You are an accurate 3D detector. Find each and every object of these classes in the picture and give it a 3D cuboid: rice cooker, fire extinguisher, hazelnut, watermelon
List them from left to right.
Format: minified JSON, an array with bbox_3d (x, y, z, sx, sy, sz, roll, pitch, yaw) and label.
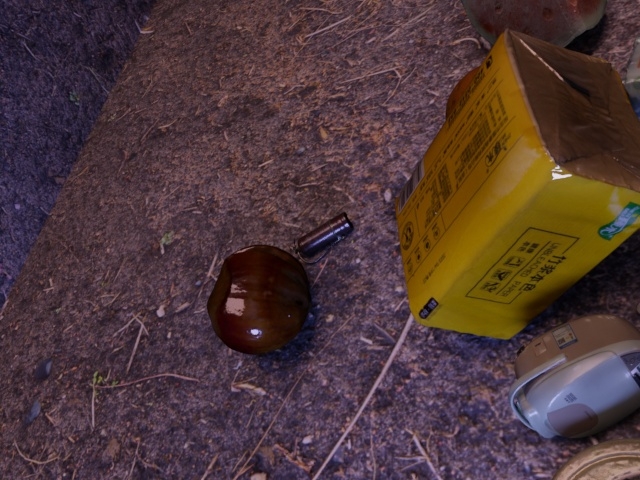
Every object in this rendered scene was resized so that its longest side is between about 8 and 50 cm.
[{"bbox_3d":[-0.123,0.127,1.280,0.217,0.217,0.252,-30,22,17],"label":"hazelnut"},{"bbox_3d":[0.000,0.000,1.393,0.157,0.045,0.078,-30,66,15],"label":"fire extinguisher"},{"bbox_3d":[0.455,-0.521,1.318,0.148,0.226,0.318,-32,48,-26],"label":"watermelon"},{"bbox_3d":[0.364,0.189,0.876,0.206,0.145,0.127,-30,32,21],"label":"rice cooker"}]

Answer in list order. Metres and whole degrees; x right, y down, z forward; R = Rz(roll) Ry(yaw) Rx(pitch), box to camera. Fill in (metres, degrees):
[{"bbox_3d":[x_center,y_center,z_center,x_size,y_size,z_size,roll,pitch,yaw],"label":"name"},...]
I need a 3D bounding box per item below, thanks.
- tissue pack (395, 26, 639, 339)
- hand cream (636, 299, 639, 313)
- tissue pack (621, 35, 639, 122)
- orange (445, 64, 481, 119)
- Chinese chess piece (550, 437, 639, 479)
[{"bbox_3d":[0.292,-0.070,0.960,0.382,0.228,0.293,117,158,-48],"label":"tissue pack"},{"bbox_3d":[0.587,0.035,0.886,0.276,0.059,0.095,-43,43,10],"label":"hand cream"},{"bbox_3d":[0.628,-0.201,0.903,0.310,0.228,0.128,7,62,42],"label":"tissue pack"},{"bbox_3d":[0.339,-0.246,1.203,0.206,0.206,0.206,-21,47,25],"label":"orange"},{"bbox_3d":[0.388,0.365,0.749,0.250,0.101,0.251,-21,46,24],"label":"Chinese chess piece"}]
